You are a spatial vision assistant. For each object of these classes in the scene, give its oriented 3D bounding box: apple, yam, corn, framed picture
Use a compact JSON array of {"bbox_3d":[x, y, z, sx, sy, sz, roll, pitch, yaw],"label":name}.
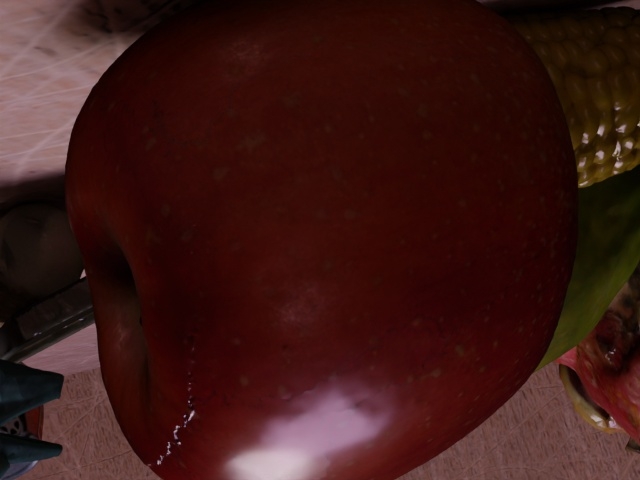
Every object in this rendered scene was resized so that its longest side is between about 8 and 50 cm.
[{"bbox_3d":[0.000,0.000,0.621,0.168,0.181,0.181,-7,173,-20],"label":"apple"},{"bbox_3d":[-0.187,0.029,1.110,0.066,0.066,0.299,-13,175,-14],"label":"yam"},{"bbox_3d":[0.045,-0.046,0.778,0.261,0.097,0.097,-15,176,-23],"label":"corn"},{"bbox_3d":[-0.078,0.011,1.028,0.260,0.023,0.189,-29,178,-23],"label":"framed picture"}]

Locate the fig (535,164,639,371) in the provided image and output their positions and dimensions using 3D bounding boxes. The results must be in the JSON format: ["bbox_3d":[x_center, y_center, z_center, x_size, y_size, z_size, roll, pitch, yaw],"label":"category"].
[{"bbox_3d":[0.075,-0.007,0.914,0.233,0.167,0.167,-19,179,-38],"label":"fig"}]

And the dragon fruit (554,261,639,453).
[{"bbox_3d":[0.260,0.038,1.272,0.263,0.296,0.314,11,159,28],"label":"dragon fruit"}]

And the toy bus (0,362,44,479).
[{"bbox_3d":[-0.253,0.090,1.134,0.174,0.077,0.079,31,130,-33],"label":"toy bus"}]

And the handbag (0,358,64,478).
[{"bbox_3d":[-0.302,0.095,0.853,0.274,0.100,0.268,7,-175,24],"label":"handbag"}]
